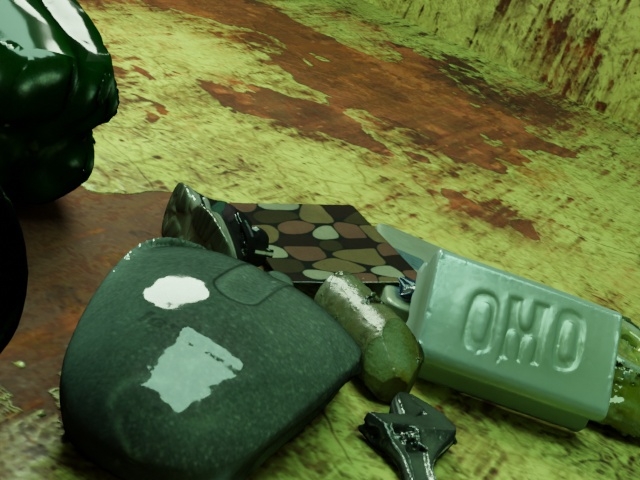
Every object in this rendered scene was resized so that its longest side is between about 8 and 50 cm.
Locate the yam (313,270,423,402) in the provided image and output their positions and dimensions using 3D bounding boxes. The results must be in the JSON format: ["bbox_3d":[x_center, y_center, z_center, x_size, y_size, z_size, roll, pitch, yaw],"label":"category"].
[{"bbox_3d":[0.045,0.087,1.152,0.069,0.070,0.146,8,23,-36],"label":"yam"}]

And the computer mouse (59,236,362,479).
[{"bbox_3d":[-0.071,0.078,0.978,0.203,0.114,0.374,25,18,7],"label":"computer mouse"}]

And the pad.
[{"bbox_3d":[0.000,0.000,1.348,0.158,0.003,0.235,0,22,-19],"label":"pad"}]

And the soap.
[{"bbox_3d":[0.184,0.097,1.199,0.198,0.066,0.119,19,63,-8],"label":"soap"}]

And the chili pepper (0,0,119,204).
[{"bbox_3d":[-0.322,-0.159,1.165,0.256,0.233,0.248,42,30,29],"label":"chili pepper"}]

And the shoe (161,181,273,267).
[{"bbox_3d":[-0.093,0.000,1.234,0.099,0.071,0.169,15,17,-30],"label":"shoe"}]

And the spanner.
[{"bbox_3d":[0.085,0.207,0.954,0.093,0.026,0.325,19,21,-14],"label":"spanner"}]

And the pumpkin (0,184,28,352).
[{"bbox_3d":[-0.316,0.017,0.762,0.248,0.248,0.248,20,19,-8],"label":"pumpkin"}]

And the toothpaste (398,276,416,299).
[{"bbox_3d":[0.114,0.056,1.251,0.083,0.019,0.027,16,46,-22],"label":"toothpaste"}]

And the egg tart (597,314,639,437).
[{"bbox_3d":[0.314,0.138,1.310,0.197,0.078,0.197,21,24,-9],"label":"egg tart"}]

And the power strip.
[{"bbox_3d":[0.111,0.056,1.347,0.118,0.046,0.270,20,19,-7],"label":"power strip"}]
